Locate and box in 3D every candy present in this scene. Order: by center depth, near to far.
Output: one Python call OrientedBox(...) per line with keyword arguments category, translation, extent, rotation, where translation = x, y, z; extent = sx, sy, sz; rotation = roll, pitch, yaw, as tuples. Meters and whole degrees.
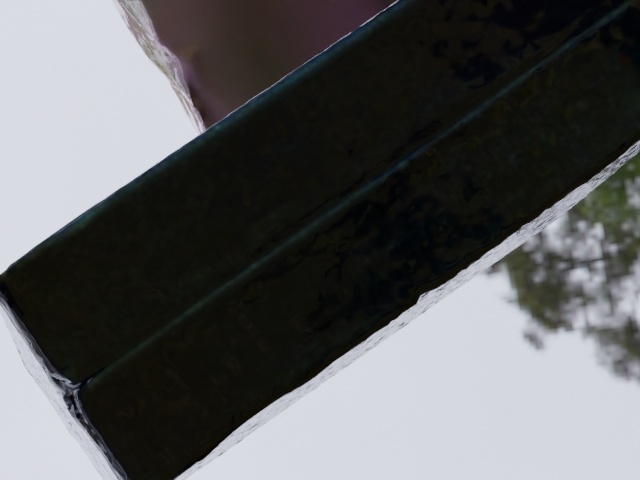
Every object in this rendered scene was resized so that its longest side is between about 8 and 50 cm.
OrientedBox(category="candy", translation=(-0.002, -0.089, 1.033), extent=(0.265, 0.155, 0.116), rotation=(58, -177, -21))

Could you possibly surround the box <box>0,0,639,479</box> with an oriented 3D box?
OrientedBox(category="box", translation=(0.000, 0.000, 0.764), extent=(0.279, 0.261, 0.116), rotation=(-36, -94, -12))
